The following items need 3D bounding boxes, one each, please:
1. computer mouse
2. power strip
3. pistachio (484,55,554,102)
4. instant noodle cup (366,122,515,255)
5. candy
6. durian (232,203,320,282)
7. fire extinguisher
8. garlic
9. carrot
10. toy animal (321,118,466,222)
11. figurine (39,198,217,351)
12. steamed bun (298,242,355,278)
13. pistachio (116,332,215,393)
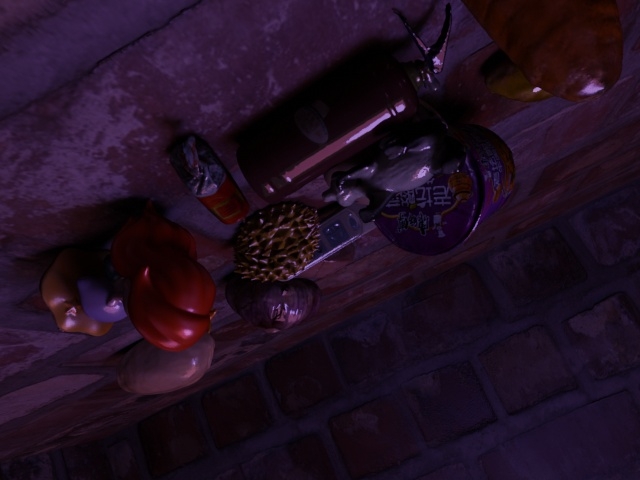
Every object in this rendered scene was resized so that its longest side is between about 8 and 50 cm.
[{"bbox_3d":[0.099,-0.141,0.820,0.145,0.081,0.236,28,138,-18],"label":"computer mouse"},{"bbox_3d":[-0.001,0.000,1.096,0.286,0.080,0.048,-31,-171,-5],"label":"power strip"},{"bbox_3d":[0.372,-0.284,0.813,0.189,0.110,0.100,-26,130,5],"label":"pistachio"},{"bbox_3d":[0.235,-0.115,0.930,0.190,0.251,0.251,-20,164,-43],"label":"instant noodle cup"},{"bbox_3d":[-0.158,-0.081,0.728,0.059,0.086,0.292,-32,163,-2],"label":"candy"},{"bbox_3d":[-0.089,0.002,1.022,0.183,0.165,0.132,2,-171,-10],"label":"durian"},{"bbox_3d":[0.037,-0.188,0.675,0.344,0.102,0.138,-31,127,16],"label":"fire extinguisher"},{"bbox_3d":[-0.123,0.162,1.259,0.245,0.160,0.245,10,-179,0],"label":"garlic"},{"bbox_3d":[0.262,-0.262,0.556,0.159,0.224,0.159,-19,165,-5],"label":"carrot"},{"bbox_3d":[0.099,-0.102,0.720,0.225,0.093,0.121,-31,-170,29],"label":"toy animal"},{"bbox_3d":[-0.278,0.060,0.759,0.257,0.208,0.180,-4,129,26],"label":"figurine"},{"bbox_3d":[-0.018,0.031,1.205,0.175,0.106,0.145,0,158,-26],"label":"steamed bun"},{"bbox_3d":[-0.449,0.350,1.447,0.299,0.187,0.187,-20,163,5],"label":"pistachio"}]
